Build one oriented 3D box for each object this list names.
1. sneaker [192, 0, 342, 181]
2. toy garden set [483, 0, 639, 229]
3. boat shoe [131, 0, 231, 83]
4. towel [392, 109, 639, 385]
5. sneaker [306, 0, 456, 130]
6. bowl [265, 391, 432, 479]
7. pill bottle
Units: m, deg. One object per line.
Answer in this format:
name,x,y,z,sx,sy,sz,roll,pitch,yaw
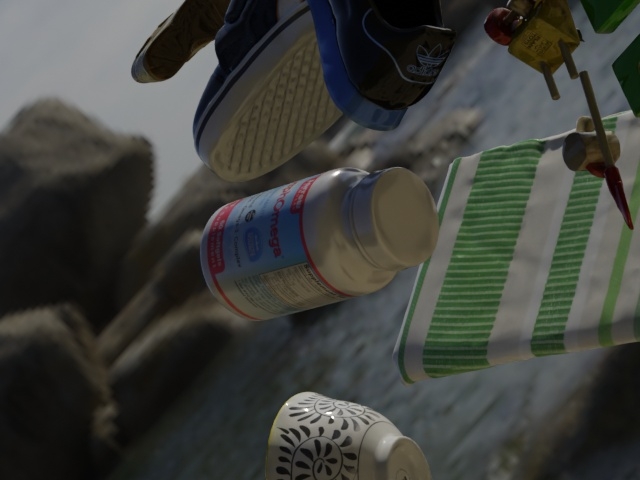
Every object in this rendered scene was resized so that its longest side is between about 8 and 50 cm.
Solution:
sneaker,-0.006,-0.189,1.485,0.321,0.127,0.126,-47,-28,-13
toy garden set,0.209,-0.130,1.259,0.049,0.244,0.204,-4,-29,-32
boat shoe,-0.131,-0.194,1.779,0.045,0.050,0.135,-17,22,50
towel,0.206,0.000,1.606,0.325,0.038,0.248,-15,46,45
sneaker,0.026,-0.186,1.230,0.081,0.232,0.090,1,-35,-37
bowl,0.036,0.193,1.461,0.080,0.170,0.170,-15,19,28
pill bottle,0.000,0.000,1.283,0.160,0.087,0.087,-17,25,43
